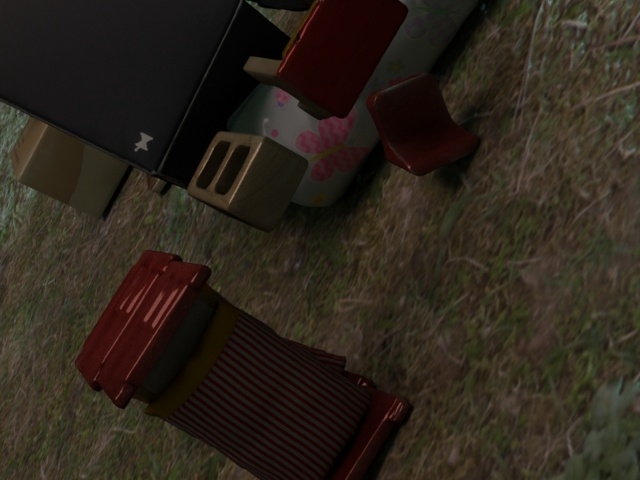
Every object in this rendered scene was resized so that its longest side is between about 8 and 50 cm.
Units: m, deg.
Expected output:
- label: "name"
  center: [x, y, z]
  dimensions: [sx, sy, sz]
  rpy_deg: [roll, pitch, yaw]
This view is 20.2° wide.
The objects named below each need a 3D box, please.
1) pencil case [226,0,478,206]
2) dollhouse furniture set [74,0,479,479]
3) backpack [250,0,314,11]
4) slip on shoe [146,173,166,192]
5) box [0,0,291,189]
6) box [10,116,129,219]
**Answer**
- label: "pencil case"
  center: [0.030, -0.159, 1.543]
  dimensions: [0.273, 0.124, 0.113]
  rpy_deg: [-56, 23, 22]
- label: "dollhouse furniture set"
  center: [0.000, 0.000, 1.350]
  dimensions: [0.374, 0.201, 0.152]
  rpy_deg: [-59, 20, -5]
- label: "backpack"
  center: [-0.035, -0.369, 1.779]
  dimensions: [0.213, 0.277, 0.263]
  rpy_deg: [166, 109, -66]
- label: "slip on shoe"
  center: [-0.199, -0.106, 2.133]
  dimensions: [0.051, 0.041, 0.135]
  rpy_deg: [-51, 25, 31]
- label: "box"
  center: [-0.187, -0.174, 1.677]
  dimensions: [0.182, 0.296, 0.294]
  rpy_deg: [-64, -15, 1]
- label: "box"
  center: [-0.268, -0.201, 2.292]
  dimensions: [0.311, 0.121, 0.148]
  rpy_deg: [-61, 20, 8]
